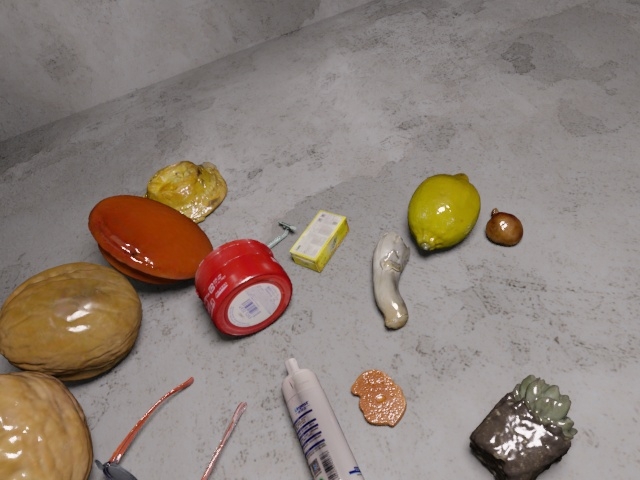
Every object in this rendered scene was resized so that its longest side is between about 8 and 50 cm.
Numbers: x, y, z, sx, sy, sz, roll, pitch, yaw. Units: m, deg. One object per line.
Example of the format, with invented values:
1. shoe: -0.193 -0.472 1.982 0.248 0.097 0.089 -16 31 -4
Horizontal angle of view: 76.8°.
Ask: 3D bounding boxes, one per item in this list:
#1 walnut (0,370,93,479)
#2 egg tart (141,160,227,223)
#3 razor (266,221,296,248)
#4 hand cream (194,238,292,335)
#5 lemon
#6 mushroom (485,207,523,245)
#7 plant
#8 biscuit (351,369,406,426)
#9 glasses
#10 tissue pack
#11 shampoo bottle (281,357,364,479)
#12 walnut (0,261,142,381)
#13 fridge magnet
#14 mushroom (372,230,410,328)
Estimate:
1. walnut: -0.638 0.457 0.836 0.306 0.306 0.344 -40 79 -18
2. egg tart: -0.509 -0.184 1.455 0.341 0.129 0.341 -9 48 10
3. razor: -0.168 0.023 1.248 0.211 0.036 0.084 -44 29 -13
4. hand cream: -0.195 0.123 1.041 0.230 0.230 0.149 -31 49 -10
5. lemon: 0.326 -0.074 1.087 0.184 0.184 0.248 24 72 31
6. mushroom: 0.483 -0.046 1.087 0.088 0.073 0.129 -37 41 25
7. plant: 0.381 0.352 0.745 0.194 0.129 0.132 -37 53 -11
8. biscuit: 0.130 0.347 0.892 0.102 0.019 0.130 -31 49 -12
9. glasses: -0.321 0.433 0.886 0.234 0.118 0.268 12 55 26
10. tissue pack: 0.000 0.000 1.193 0.095 0.062 0.176 17 58 30
11. shampoo bottle: -0.011 0.384 0.856 0.092 0.092 0.303 -26 48 -6
12. walnut: -0.637 0.209 1.040 0.332 0.333 0.333 -8 49 10
13. fridge magnet: -0.489 -0.003 1.191 0.155 0.363 0.363 -55 48 18
14. mushroom: 0.181 0.095 1.047 0.099 0.096 0.278 -41 32 45
